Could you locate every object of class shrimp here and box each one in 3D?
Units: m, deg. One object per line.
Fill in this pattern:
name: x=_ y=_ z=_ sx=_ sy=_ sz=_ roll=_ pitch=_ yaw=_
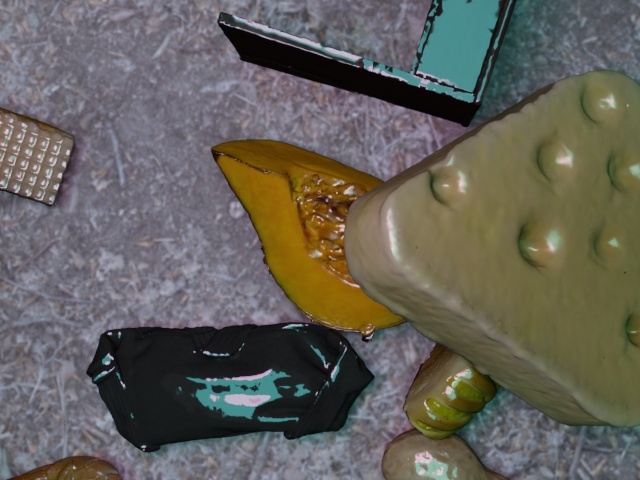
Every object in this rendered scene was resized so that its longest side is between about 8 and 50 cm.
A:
shrimp: x=-0.320 y=0.297 z=1.227 sx=0.217 sy=0.115 sz=0.051 roll=-4 pitch=128 yaw=18

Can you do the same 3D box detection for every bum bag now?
bum bag: x=-0.102 y=0.164 z=1.214 sx=0.326 sy=0.080 sz=0.142 roll=-2 pitch=90 yaw=7

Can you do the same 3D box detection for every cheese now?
cheese: x=0.237 y=-0.026 z=1.131 sx=0.384 sy=0.104 sz=0.383 roll=4 pitch=82 yaw=-27

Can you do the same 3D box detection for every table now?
table: x=0.068 y=-0.287 z=1.152 sx=0.282 sy=0.196 sz=0.250 roll=18 pitch=91 yaw=3

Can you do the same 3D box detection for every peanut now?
peanut: x=0.168 y=0.293 z=1.194 sx=0.228 sy=0.085 sz=0.104 roll=37 pitch=100 yaw=1

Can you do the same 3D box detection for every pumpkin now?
pumpkin: x=-0.002 y=-0.003 z=1.208 sx=0.279 sy=0.111 sz=0.163 roll=21 pitch=116 yaw=1

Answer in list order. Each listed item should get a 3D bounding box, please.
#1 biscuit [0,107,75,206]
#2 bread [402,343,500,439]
biscuit: x=-0.465 y=-0.142 z=1.185 sx=0.379 sy=0.054 sz=0.094 roll=19 pitch=93 yaw=-20
bread: x=0.162 y=0.139 z=1.178 sx=0.083 sy=0.094 sz=0.157 roll=35 pitch=47 yaw=-2
